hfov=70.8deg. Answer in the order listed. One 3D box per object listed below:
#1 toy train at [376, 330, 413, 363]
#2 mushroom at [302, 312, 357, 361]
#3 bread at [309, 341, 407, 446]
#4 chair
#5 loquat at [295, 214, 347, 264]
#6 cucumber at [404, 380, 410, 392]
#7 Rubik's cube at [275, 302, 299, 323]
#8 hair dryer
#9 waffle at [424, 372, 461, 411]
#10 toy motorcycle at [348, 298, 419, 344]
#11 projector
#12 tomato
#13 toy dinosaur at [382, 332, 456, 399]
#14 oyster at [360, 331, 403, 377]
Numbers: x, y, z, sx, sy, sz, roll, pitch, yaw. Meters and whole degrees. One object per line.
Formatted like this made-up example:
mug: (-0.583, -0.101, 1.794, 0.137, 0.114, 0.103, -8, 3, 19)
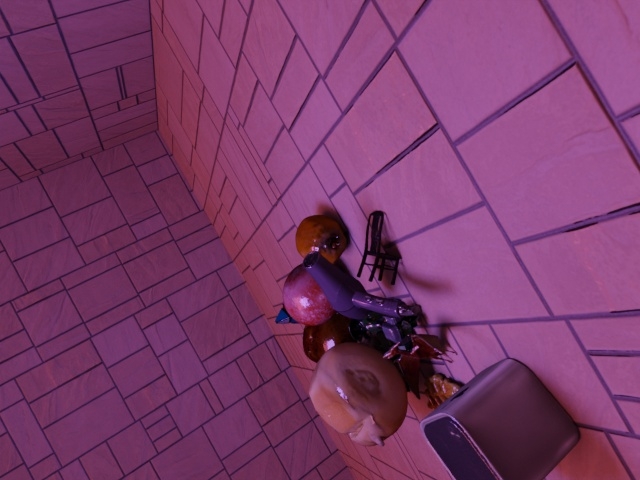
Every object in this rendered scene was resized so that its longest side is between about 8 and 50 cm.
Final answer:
toy train: (0.277, 0.361, 1.576, 0.132, 0.083, 0.200, 62, 158, 5)
mushroom: (0.071, 0.400, 1.936, 0.345, 0.259, 0.346, -177, 90, -64)
bread: (0.134, 0.535, 1.599, 0.348, 0.253, 0.376, 40, 146, 16)
chair: (0.190, 0.022, 1.380, 0.084, 0.101, 0.213, 14, 92, 60)
loquat: (0.000, 0.000, 1.636, 0.187, 0.176, 0.234, 52, 166, -24)
cucumber: (0.309, 0.559, 1.805, 0.168, 0.039, 0.039, 41, 151, 46)
Rubik's cube: (-0.081, 0.268, 2.268, 0.250, 0.284, 0.234, -44, 51, 42)
hair dryer: (0.137, 0.154, 1.309, 0.361, 0.121, 0.301, 8, 150, 46)
waffle: (0.453, 0.575, 1.478, 0.300, 0.058, 0.282, 0, 118, 65)
toy motorcycle: (0.199, 0.272, 1.495, 0.274, 0.187, 0.125, 2, 119, 64)
projector: (0.441, 0.483, 1.136, 0.248, 0.249, 0.249, 53, 156, 20)
tomato: (-0.027, 0.193, 1.778, 0.227, 0.270, 0.270, 51, 163, -23)
toy dinosaur: (0.311, 0.367, 1.361, 0.327, 0.206, 0.113, -48, 28, 48)
oyster: (0.227, 0.464, 1.732, 0.268, 0.112, 0.198, 59, 168, 6)
